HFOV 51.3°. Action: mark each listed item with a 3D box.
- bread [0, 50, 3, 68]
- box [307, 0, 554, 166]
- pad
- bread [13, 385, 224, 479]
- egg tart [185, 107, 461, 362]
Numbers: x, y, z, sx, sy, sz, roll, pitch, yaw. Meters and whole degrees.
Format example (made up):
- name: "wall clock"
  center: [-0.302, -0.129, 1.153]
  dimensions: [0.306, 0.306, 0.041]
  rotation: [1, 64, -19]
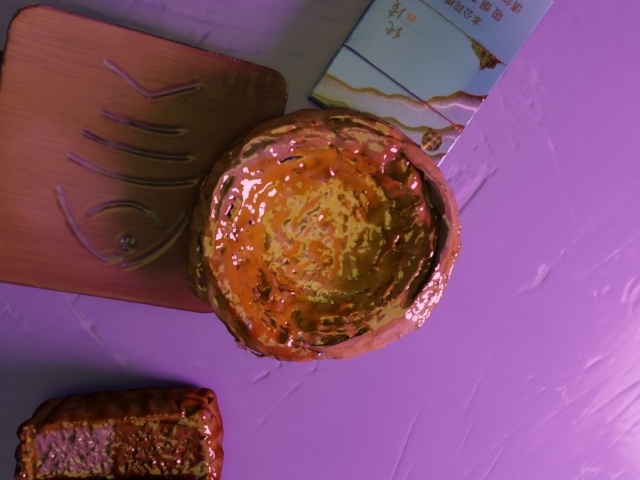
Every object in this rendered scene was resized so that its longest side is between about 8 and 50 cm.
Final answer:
- name: "bread"
  center: [-0.348, -0.165, 0.689]
  dimensions: [0.110, 0.060, 0.066]
  rotation: [4, 85, 0]
- name: "box"
  center: [0.115, -0.202, 0.712]
  dimensions: [0.162, 0.041, 0.229]
  rotation: [34, 96, -7]
- name: "pad"
  center: [-0.195, -0.071, 0.700]
  dimensions: [0.286, 0.018, 0.284]
  rotation: [11, 98, -18]
- name: "bread"
  center: [-0.216, 0.254, 0.741]
  dimensions: [0.222, 0.096, 0.182]
  rotation: [-5, 99, -4]
- name: "egg tart"
  center: [0.000, 0.000, 0.710]
  dimensions: [0.290, 0.107, 0.291]
  rotation: [0, 94, -4]
